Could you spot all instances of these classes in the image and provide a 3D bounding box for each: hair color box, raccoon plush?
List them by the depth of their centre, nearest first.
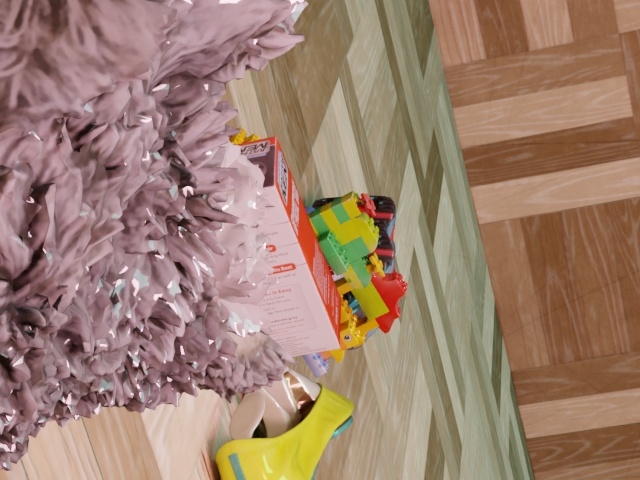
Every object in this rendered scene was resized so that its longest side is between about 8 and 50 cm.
[{"bbox_3d":[-0.160,0.056,0.493,0.446,0.216,0.299,-54,156,-33],"label":"raccoon plush"},{"bbox_3d":[-0.050,0.012,1.055,0.167,0.093,0.053,69,15,-44],"label":"hair color box"}]

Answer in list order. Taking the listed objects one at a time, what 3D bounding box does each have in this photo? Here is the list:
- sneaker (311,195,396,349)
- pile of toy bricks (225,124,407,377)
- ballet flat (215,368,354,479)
[{"bbox_3d":[0.029,0.048,1.372,0.262,0.104,0.125,-57,143,-66],"label":"sneaker"},{"bbox_3d":[0.000,0.000,1.161,0.212,0.105,0.118,58,18,-18],"label":"pile of toy bricks"},{"bbox_3d":[-0.028,0.138,1.122,0.077,0.077,0.231,62,16,-6],"label":"ballet flat"}]
